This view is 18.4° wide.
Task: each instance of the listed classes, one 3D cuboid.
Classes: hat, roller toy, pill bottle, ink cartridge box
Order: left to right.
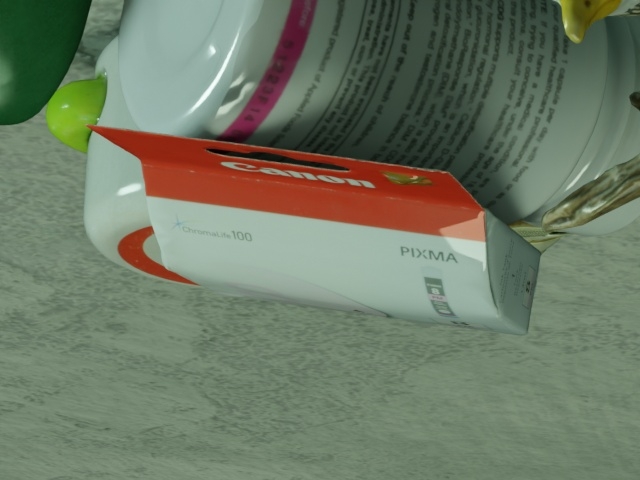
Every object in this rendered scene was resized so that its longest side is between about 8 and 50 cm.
[{"bbox_3d":[-0.171,-0.078,1.058,0.173,0.183,0.208,-7,160,-9],"label":"hat"},{"bbox_3d":[-0.051,-0.047,1.249,0.209,0.146,0.191,-13,157,39],"label":"roller toy"},{"bbox_3d":[0.000,0.000,1.019,0.189,0.066,0.232,8,177,18],"label":"ink cartridge box"},{"bbox_3d":[0.050,-0.096,1.055,0.283,0.160,0.160,14,159,-30],"label":"pill bottle"}]

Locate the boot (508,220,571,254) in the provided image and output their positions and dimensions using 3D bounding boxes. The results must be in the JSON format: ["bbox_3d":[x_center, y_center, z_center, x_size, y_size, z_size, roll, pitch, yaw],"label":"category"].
[{"bbox_3d":[0.095,-0.023,1.416,0.213,0.077,0.165,5,164,-20],"label":"boot"}]

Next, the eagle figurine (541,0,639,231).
[{"bbox_3d":[0.124,-0.161,0.847,0.226,0.298,0.225,-33,-166,6],"label":"eagle figurine"}]
